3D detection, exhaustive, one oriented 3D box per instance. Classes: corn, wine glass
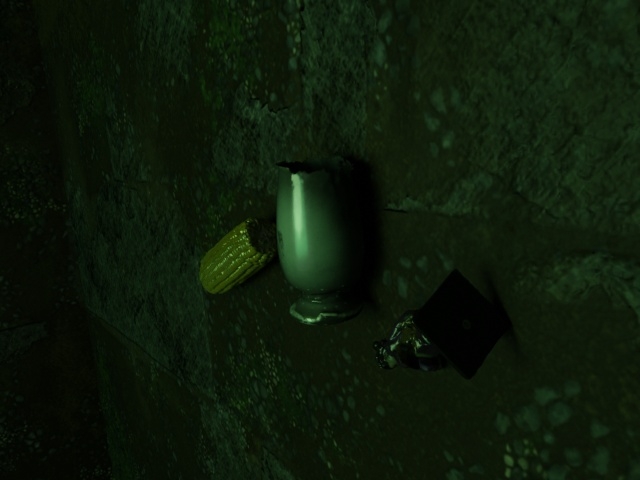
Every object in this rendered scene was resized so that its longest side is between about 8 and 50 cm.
[{"bbox_3d":[-0.139,0.028,1.011,0.248,0.081,0.081,-35,72,55],"label":"corn"},{"bbox_3d":[0.000,0.000,0.769,0.111,0.111,0.205,18,117,52],"label":"wine glass"}]

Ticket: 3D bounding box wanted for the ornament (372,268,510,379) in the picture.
[{"bbox_3d":[0.118,0.116,0.681,0.081,0.088,0.203,43,152,6],"label":"ornament"}]
